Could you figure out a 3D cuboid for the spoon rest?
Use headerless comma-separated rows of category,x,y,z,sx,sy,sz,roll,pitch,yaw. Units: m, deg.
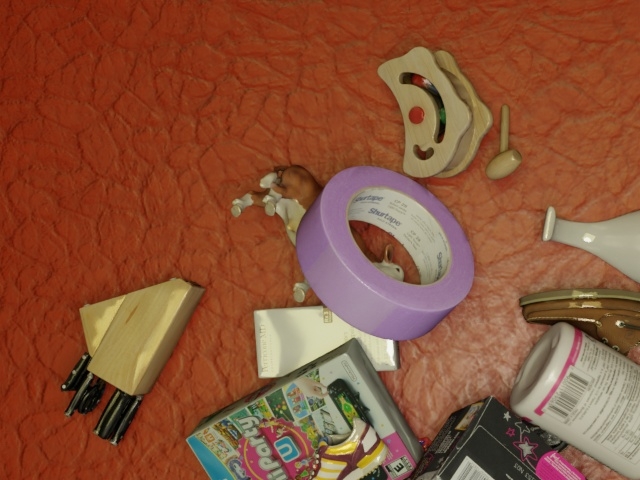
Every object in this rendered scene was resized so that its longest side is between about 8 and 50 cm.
spoon rest,0.484,-0.001,1.632,0.276,0.084,0.137,12,88,-1

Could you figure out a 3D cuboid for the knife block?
knife block,-0.310,0.212,1.752,0.276,0.088,0.242,-17,82,9

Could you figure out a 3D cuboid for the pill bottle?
pill bottle,0.444,0.257,1.543,0.283,0.160,0.160,30,90,0

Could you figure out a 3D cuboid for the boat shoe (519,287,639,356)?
boat shoe,0.464,0.130,1.594,0.307,0.111,0.104,0,83,11

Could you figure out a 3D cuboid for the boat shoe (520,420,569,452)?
boat shoe,0.294,0.320,1.631,0.206,0.065,0.075,-10,82,10

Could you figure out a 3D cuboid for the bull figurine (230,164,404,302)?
bull figurine,0.000,0.000,1.683,0.310,0.188,0.101,48,125,19

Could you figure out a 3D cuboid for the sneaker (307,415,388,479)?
sneaker,0.010,0.341,1.550,0.185,0.069,0.084,-40,96,5

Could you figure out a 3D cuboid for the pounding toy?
pounding toy,0.213,-0.189,1.702,0.154,0.155,0.269,-43,66,33

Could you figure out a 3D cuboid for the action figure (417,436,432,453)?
action figure,0.144,0.348,1.678,0.115,0.030,0.038,-20,76,6

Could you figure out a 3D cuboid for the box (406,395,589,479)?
box,0.270,0.379,1.506,0.247,0.142,0.163,41,61,0

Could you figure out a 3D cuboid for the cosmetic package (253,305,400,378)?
cosmetic package,0.011,0.164,1.695,0.231,0.085,0.117,-6,83,9

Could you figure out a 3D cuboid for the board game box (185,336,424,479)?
board game box,-0.023,0.325,1.633,0.303,0.097,0.224,-30,95,15

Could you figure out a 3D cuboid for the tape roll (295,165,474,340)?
tape roll,0.102,0.017,1.599,0.275,0.275,0.090,51,133,12
